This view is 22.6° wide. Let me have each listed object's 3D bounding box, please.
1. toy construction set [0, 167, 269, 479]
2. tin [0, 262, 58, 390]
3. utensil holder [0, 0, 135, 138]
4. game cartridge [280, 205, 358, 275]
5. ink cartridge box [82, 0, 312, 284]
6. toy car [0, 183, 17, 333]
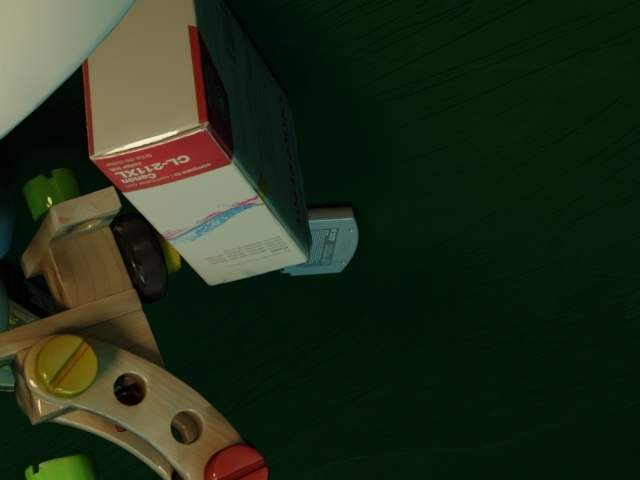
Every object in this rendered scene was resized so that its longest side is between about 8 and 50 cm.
[{"bbox_3d":[-0.179,0.077,0.912,0.257,0.237,0.309,-15,173,4],"label":"toy construction set"},{"bbox_3d":[-0.255,0.066,1.232,0.106,0.040,0.189,-23,148,16],"label":"tin"},{"bbox_3d":[-0.245,-0.218,0.403,0.327,0.328,0.385,-17,142,15],"label":"utensil holder"},{"bbox_3d":[0.000,0.000,1.206,0.056,0.017,0.083,0,150,-8],"label":"game cartridge"},{"bbox_3d":[-0.072,-0.068,0.949,0.072,0.127,0.175,-16,150,12],"label":"ink cartridge box"},{"bbox_3d":[-0.353,0.047,1.066,0.238,0.210,0.219,24,119,14],"label":"toy car"}]
